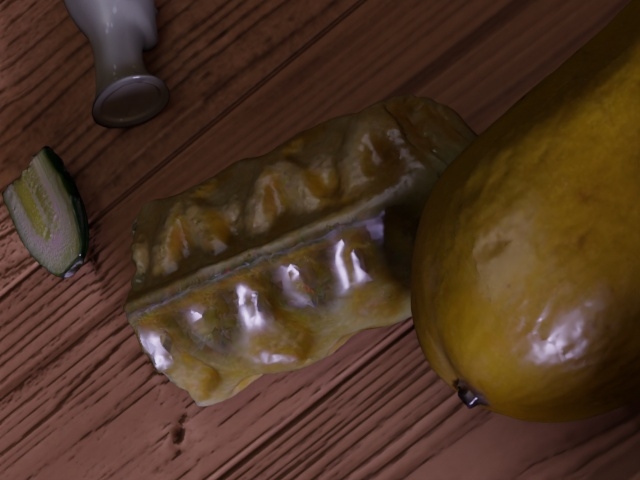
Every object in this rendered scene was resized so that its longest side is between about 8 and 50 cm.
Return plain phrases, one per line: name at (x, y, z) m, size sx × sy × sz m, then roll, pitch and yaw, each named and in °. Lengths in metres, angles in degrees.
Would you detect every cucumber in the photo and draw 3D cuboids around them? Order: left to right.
cucumber at (-0.208, -0.016, 1.315) m, size 0.067 × 0.035 × 0.107 m, roll -44°, pitch 57°, yaw 25°

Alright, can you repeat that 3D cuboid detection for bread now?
bread at (0.000, 0.000, 1.156) m, size 0.268 × 0.130 × 0.152 m, roll -25°, pitch 98°, yaw 15°

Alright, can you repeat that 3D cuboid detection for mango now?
mango at (0.195, -0.021, 1.050) m, size 0.332 × 0.142 × 0.195 m, roll -42°, pitch 88°, yaw -10°

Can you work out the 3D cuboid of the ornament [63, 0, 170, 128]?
ornament at (-0.165, -0.175, 1.339) m, size 0.075 × 0.081 × 0.156 m, roll -47°, pitch 50°, yaw 47°
